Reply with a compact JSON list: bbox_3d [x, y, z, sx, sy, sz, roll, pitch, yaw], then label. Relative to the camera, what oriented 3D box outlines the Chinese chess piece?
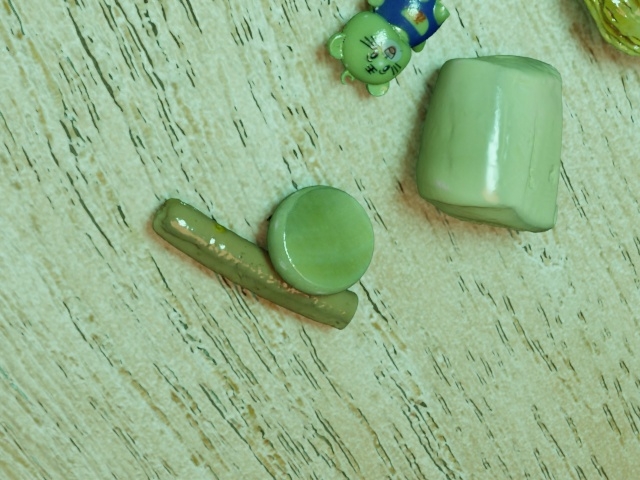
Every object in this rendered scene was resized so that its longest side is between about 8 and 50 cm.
[{"bbox_3d":[0.000,0.000,1.182,0.144,0.058,0.144,4,82,-26],"label":"Chinese chess piece"}]

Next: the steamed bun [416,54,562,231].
[{"bbox_3d":[0.214,-0.133,1.177,0.200,0.170,0.225,9,89,-48],"label":"steamed bun"}]

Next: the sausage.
[{"bbox_3d":[-0.083,0.035,1.199,0.301,0.066,0.065,29,99,-19],"label":"sausage"}]

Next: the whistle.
[{"bbox_3d":[0.104,-0.278,1.127,0.227,0.085,0.105,-47,121,4],"label":"whistle"}]

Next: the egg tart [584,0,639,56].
[{"bbox_3d":[0.458,-0.377,1.157,0.319,0.128,0.318,-3,106,-11],"label":"egg tart"}]
